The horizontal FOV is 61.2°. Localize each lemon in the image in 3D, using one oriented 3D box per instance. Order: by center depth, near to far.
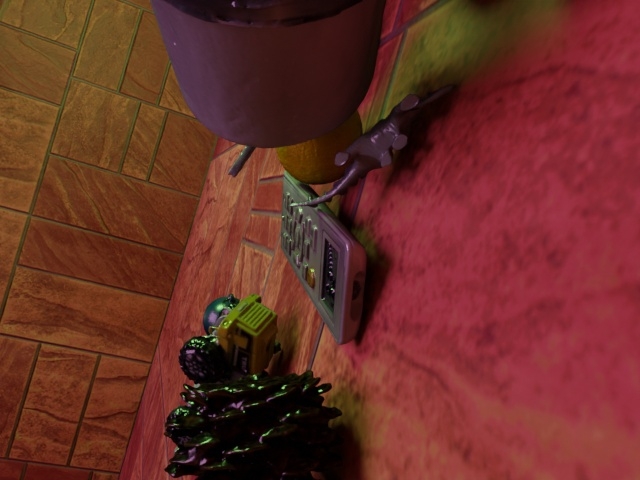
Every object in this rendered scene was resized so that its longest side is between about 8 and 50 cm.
[{"bbox_3d":[-0.002,-0.129,0.664,0.109,0.109,0.133,-100,6,-53],"label":"lemon"}]

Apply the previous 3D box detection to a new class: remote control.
[{"bbox_3d":[0.000,0.000,0.650,0.313,0.055,0.109,-127,39,-64],"label":"remote control"}]

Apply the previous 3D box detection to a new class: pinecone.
[{"bbox_3d":[-0.055,0.204,0.484,0.163,0.163,0.165,147,118,-63],"label":"pinecone"}]

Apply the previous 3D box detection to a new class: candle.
[{"bbox_3d":[-0.046,-0.220,0.491,0.342,0.221,0.221,94,-175,-70],"label":"candle"}]

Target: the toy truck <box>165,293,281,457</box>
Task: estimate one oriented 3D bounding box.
[{"bbox_3d":[-0.132,0.209,0.756,0.136,0.111,0.285,-43,-28,-60],"label":"toy truck"}]

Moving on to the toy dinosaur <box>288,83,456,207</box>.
[{"bbox_3d":[0.049,-0.087,0.540,0.209,0.039,0.082,-37,5,26],"label":"toy dinosaur"}]

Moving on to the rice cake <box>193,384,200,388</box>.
[{"bbox_3d":[-0.231,0.335,1.057,0.189,0.037,0.198,135,147,-56],"label":"rice cake"}]

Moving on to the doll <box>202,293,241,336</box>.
[{"bbox_3d":[-0.167,0.162,0.959,0.114,0.086,0.151,40,124,55],"label":"doll"}]
